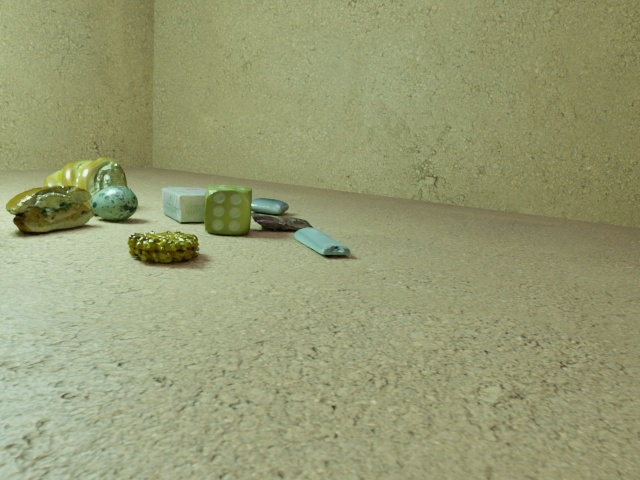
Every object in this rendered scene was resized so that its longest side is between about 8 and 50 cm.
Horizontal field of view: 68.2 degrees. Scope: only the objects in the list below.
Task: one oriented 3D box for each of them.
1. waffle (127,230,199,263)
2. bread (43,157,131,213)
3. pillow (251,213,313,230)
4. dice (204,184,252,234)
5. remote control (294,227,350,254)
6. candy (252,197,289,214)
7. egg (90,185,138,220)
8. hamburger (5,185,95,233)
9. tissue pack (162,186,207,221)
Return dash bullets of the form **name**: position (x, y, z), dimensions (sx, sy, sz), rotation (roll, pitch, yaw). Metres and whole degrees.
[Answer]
- **waffle**: position (-0.442, 0.015, 1.342), dimensions (0.193, 0.070, 0.197), rotation (1, 10, -15)
- **bread**: position (-0.956, -0.236, 1.946), dimensions (0.270, 0.211, 0.315), rotation (7, 16, 9)
- **pillow**: position (-0.153, -0.067, 1.901), dimensions (0.248, 0.049, 0.135), rotation (5, 12, -19)
- **dice**: position (-0.339, -0.115, 1.748), dimensions (0.166, 0.169, 0.169), rotation (2, 11, -9)
- **remote control**: position (0.000, 0.001, 1.626), dimensions (0.103, 0.051, 0.293), rotation (1, 13, -22)
- **candy**: position (-0.250, -0.164, 2.260), dimensions (0.174, 0.071, 0.138), rotation (7, 12, 14)
- **egg**: position (-0.777, -0.139, 1.781), dimensions (0.172, 0.132, 0.132), rotation (-7, 12, -2)
- **hamburger**: position (-0.907, -0.110, 1.558), dimensions (0.157, 0.144, 0.283), rotation (9, 15, 21)
- **tissue pack**: position (-0.530, -0.151, 1.954), dimensions (0.185, 0.124, 0.225), rotation (-6, 15, -35)
